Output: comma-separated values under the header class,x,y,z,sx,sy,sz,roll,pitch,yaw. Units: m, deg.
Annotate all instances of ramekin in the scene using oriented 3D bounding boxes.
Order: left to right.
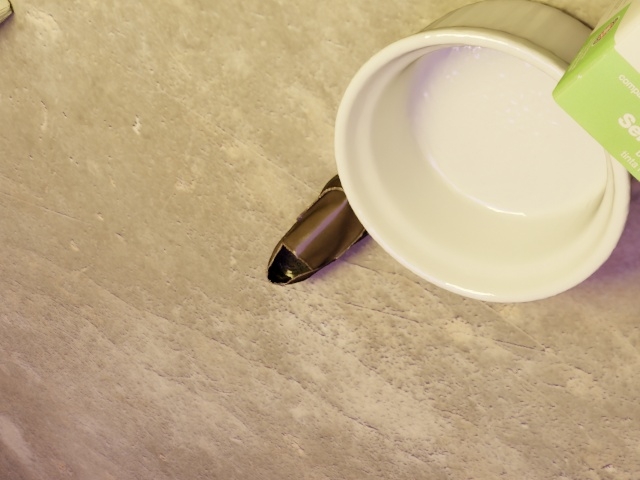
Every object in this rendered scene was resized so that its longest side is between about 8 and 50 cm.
class,x,y,z,sx,sy,sz,roll,pitch,yaw
ramekin,0.164,-0.090,0.782,0.277,0.135,0.277,19,132,22

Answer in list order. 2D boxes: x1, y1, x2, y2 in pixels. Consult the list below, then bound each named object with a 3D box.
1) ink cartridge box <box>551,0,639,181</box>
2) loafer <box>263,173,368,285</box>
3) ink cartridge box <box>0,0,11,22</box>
class,x,y,z,sx,sy,sz,roll,pitch,yaw
ink cartridge box,0.312,-0.182,0.552,0.115,0.198,0.273,44,138,-2
loafer,0.000,0.000,1.014,0.080,0.078,0.220,41,138,1
ink cartridge box,-0.547,-0.325,1.139,0.218,0.092,0.158,-19,111,42
